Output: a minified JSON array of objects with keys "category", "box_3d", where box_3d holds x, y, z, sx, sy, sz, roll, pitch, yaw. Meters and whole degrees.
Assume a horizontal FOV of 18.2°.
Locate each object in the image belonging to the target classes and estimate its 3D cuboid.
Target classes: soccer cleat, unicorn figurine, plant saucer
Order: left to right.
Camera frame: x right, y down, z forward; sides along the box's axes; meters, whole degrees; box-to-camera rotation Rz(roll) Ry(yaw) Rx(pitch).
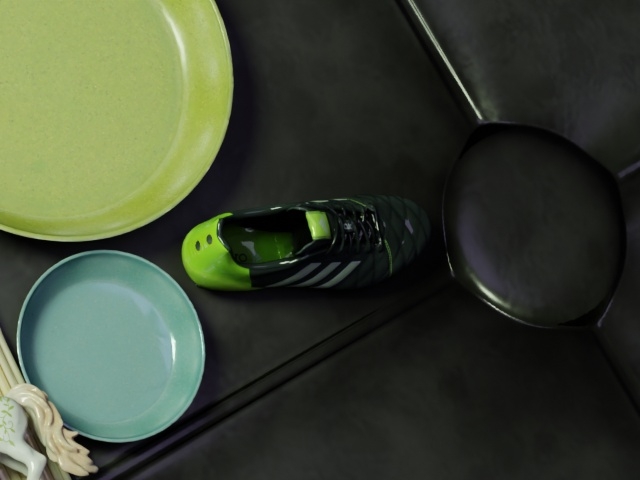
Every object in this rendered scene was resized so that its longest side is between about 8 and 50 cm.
[{"category":"unicorn figurine","box_3d":[-0.211,0.124,1.112,0.162,0.060,0.111,-19,81,-47]},{"category":"plant saucer","box_3d":[-0.171,-0.110,1.235,0.241,0.037,0.241,9,69,-23]},{"category":"plant saucer","box_3d":[-0.129,0.065,1.207,0.119,0.021,0.119,8,71,-23]},{"category":"soccer cleat","box_3d":[0.000,0.000,1.260,0.179,0.072,0.060,-8,77,-28]}]

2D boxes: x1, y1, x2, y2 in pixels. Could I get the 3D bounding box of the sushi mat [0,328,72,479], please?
[{"category":"sushi mat","box_3d":[-0.193,0.194,1.136,0.151,0.019,0.316,-24,84,-31]}]
